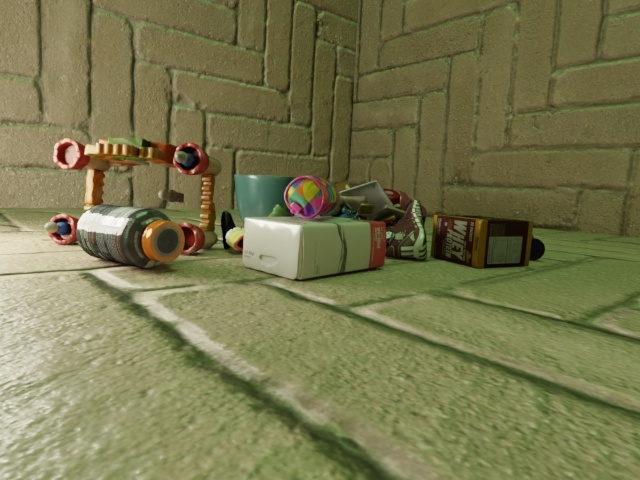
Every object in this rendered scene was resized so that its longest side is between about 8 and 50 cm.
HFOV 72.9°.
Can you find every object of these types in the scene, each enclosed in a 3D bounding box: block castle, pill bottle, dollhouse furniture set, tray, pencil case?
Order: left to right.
[{"bbox_3d":[-0.413,-0.009,0.955,0.246,0.130,0.131,8,8,33],"label":"pill bottle"},{"bbox_3d":[-0.516,-0.126,1.200,0.455,0.302,0.213,4,1,12],"label":"block castle"},{"bbox_3d":[-0.122,-0.065,1.642,0.152,0.076,0.059,39,-17,-29],"label":"dollhouse furniture set"},{"bbox_3d":[-0.014,-0.101,1.046,0.105,0.104,0.236,4,4,11],"label":"pencil case"},{"bbox_3d":[0.189,-0.111,1.516,0.145,0.030,0.270,-15,-43,27],"label":"tray"}]

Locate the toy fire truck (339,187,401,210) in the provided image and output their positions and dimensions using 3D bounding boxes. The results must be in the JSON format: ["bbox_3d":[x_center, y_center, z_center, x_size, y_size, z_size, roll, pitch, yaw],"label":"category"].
[{"bbox_3d":[0.186,-0.157,1.877,0.303,0.169,0.254,-10,35,-30],"label":"toy fire truck"}]

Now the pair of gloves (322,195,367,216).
[{"bbox_3d":[0.054,-0.071,1.514,0.205,0.042,0.240,1,-37,-4],"label":"pair of gloves"}]

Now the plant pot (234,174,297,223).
[{"bbox_3d":[-0.238,-0.168,1.923,0.294,0.234,0.293,3,7,0],"label":"plant pot"}]

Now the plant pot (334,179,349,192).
[{"bbox_3d":[0.033,-0.157,2.118,0.255,0.236,0.237,-11,6,4],"label":"plant pot"}]

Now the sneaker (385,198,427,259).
[{"bbox_3d":[0.231,-0.039,1.323,0.163,0.106,0.281,-5,29,10],"label":"sneaker"}]

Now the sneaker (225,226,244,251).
[{"bbox_3d":[-0.156,0.004,1.215,0.209,0.081,0.094,-6,16,-15],"label":"sneaker"}]

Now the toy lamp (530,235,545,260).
[{"bbox_3d":[0.687,0.011,1.447,0.080,0.080,0.275,5,8,15],"label":"toy lamp"}]

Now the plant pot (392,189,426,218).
[{"bbox_3d":[0.420,-0.135,2.169,0.181,0.201,0.201,16,2,-18],"label":"plant pot"}]

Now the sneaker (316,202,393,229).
[{"bbox_3d":[0.110,-0.045,1.390,0.331,0.147,0.130,3,7,-10],"label":"sneaker"}]

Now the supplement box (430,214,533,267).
[{"bbox_3d":[0.458,-0.003,1.246,0.194,0.128,0.191,0,7,-26],"label":"supplement box"}]

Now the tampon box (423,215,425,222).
[{"bbox_3d":[0.315,-0.054,1.733,0.161,0.101,0.120,-1,7,-24],"label":"tampon box"}]

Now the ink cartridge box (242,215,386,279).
[{"bbox_3d":[-0.011,0.007,1.026,0.207,0.117,0.283,9,9,44],"label":"ink cartridge box"}]

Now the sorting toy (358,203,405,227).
[{"bbox_3d":[0.234,-0.053,1.495,0.275,0.046,0.132,16,-42,-28],"label":"sorting toy"}]

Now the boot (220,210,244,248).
[{"bbox_3d":[-0.239,-0.032,1.280,0.099,0.121,0.045,-9,14,-32],"label":"boot"}]
